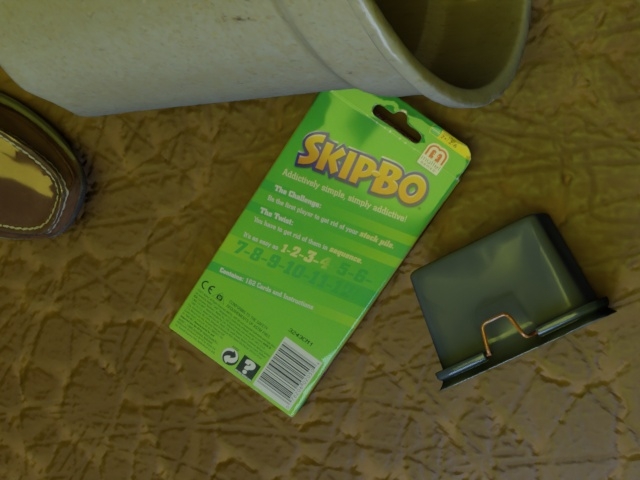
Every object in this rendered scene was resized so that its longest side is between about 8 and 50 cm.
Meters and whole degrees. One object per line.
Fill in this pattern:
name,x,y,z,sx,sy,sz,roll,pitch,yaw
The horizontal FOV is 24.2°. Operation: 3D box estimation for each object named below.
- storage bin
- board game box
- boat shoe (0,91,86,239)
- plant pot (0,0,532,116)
storage bin,0.132,0.042,1.097,0.135,0.098,0.091,-28,82,19
board game box,0.000,0.000,1.151,0.124,0.039,0.259,36,111,6
boat shoe,-0.344,-0.081,1.189,0.324,0.116,0.123,22,106,11
plant pot,-0.065,-0.221,0.998,0.306,0.334,0.333,-11,98,28
